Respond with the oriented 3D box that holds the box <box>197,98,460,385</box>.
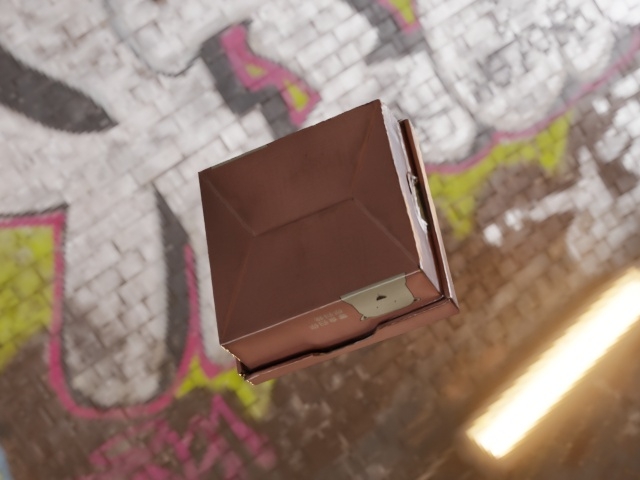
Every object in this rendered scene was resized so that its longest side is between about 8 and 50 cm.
[{"bbox_3d":[0.000,0.000,1.233,0.215,0.086,0.215,-21,-125,17],"label":"box"}]
